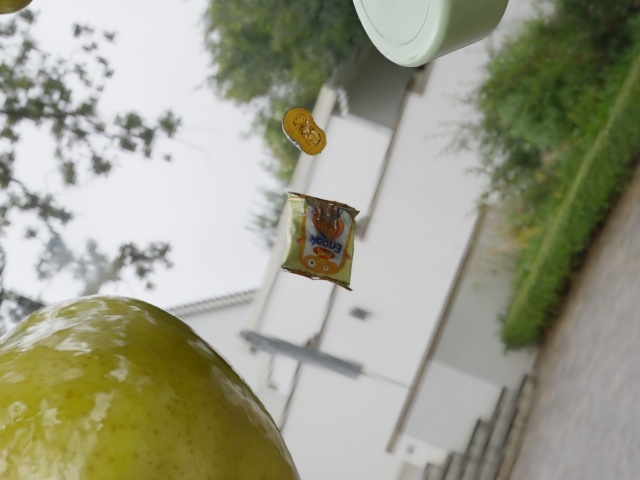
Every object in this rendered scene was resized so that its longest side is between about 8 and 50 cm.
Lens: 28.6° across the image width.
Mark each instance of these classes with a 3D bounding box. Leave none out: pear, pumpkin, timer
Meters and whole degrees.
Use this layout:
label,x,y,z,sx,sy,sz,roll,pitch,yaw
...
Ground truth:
label,x,y,z,sx,sy,sz,roll,pitch,yaw
pear,-0.185,0.240,1.046,0.418,0.362,0.362,-103,22,-46
pumpkin,-0.028,-0.164,1.901,0.050,0.083,0.028,-43,14,-16
timer,0.234,-0.421,1.809,0.291,0.315,0.290,48,145,49

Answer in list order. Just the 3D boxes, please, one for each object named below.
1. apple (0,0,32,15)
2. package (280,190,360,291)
label,x,y,z,sx,sy,sz,roll,pitch,yaw
apple,-0.460,-0.374,1.796,0.102,0.114,0.099,-13,-69,-32
package,0.000,-0.002,1.602,0.031,0.108,0.120,-26,54,54
